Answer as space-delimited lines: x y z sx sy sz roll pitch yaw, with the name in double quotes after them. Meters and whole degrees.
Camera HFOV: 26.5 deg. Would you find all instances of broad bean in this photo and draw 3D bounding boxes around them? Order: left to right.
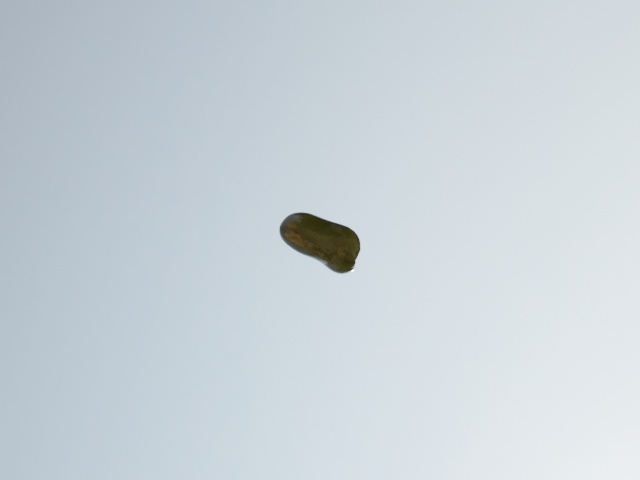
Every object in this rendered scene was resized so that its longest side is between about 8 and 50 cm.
0.000 0.000 1.316 0.063 0.083 0.045 -61 -4 -65 "broad bean"
